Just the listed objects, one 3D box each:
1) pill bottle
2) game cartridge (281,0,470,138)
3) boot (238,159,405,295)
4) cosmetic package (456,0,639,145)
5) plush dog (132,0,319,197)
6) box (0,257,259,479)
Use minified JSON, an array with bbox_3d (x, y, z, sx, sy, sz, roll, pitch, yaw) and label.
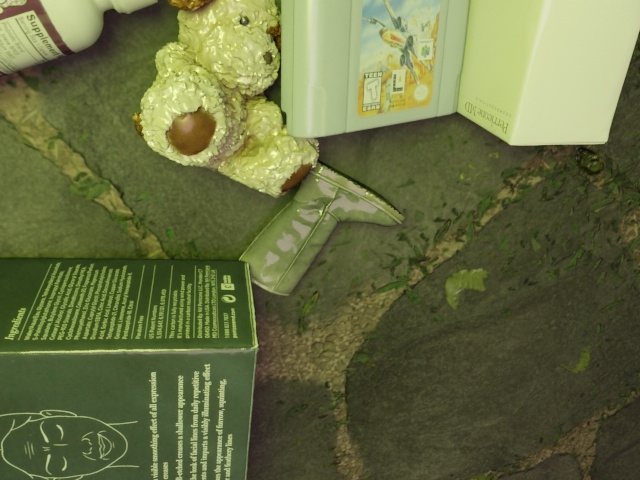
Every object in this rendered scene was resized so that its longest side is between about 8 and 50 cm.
[{"bbox_3d":[-0.327,-0.253,0.581,0.302,0.169,0.169,-21,123,-6],"label":"pill bottle"},{"bbox_3d":[0.079,-0.240,0.715,0.297,0.062,0.197,-19,124,-39],"label":"game cartridge"},{"bbox_3d":[0.001,0.000,0.889,0.190,0.076,0.208,27,100,-14],"label":"boot"},{"bbox_3d":[0.290,-0.321,0.735,0.155,0.197,0.365,-4,118,-17],"label":"cosmetic package"},{"bbox_3d":[-0.116,-0.199,0.703,0.263,0.211,0.225,16,99,-55],"label":"plush dog"},{"bbox_3d":[-0.296,0.199,0.799,0.396,0.212,0.293,1,118,-13],"label":"box"}]
